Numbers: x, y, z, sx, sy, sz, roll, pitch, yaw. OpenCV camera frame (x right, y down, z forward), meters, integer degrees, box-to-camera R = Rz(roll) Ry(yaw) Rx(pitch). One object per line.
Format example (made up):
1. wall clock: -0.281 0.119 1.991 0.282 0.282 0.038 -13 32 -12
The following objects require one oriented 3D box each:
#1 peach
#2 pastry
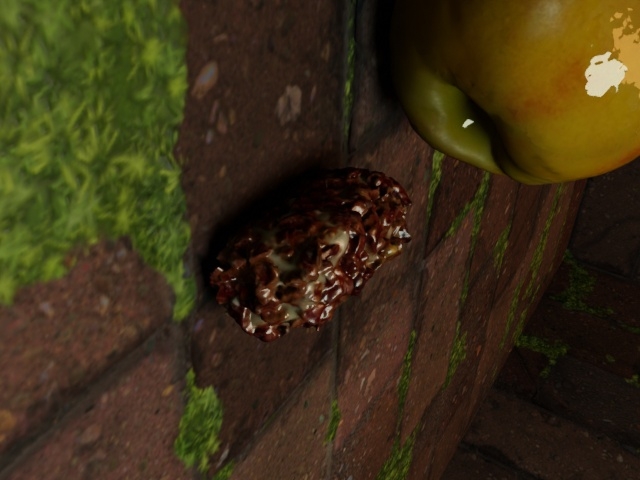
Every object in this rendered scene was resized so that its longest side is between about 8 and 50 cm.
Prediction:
1. peach: 0.212 -0.216 0.640 0.308 0.289 0.289 -57 154 -10
2. pastry: 0.002 0.001 0.588 0.208 0.115 0.097 -38 130 -45
